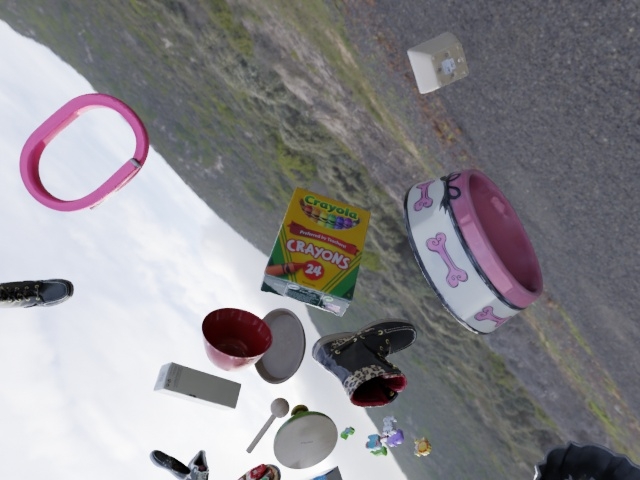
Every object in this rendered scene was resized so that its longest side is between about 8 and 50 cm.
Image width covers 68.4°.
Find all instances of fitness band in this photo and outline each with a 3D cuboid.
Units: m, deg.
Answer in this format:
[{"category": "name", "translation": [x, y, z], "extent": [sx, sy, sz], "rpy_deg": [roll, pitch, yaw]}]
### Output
[{"category": "fitness band", "translation": [-0.523, -0.191, 1.046], "extent": [0.209, 0.291, 0.054], "rpy_deg": [49, 180, -6]}]

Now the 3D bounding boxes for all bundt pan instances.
[{"category": "bundt pan", "translation": [0.632, 0.634, 1.060], "extent": [0.331, 0.331, 0.124], "rpy_deg": [-126, 32, -46]}]

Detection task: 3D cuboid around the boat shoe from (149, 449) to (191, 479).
[{"category": "boat shoe", "translation": [-0.467, 0.695, 1.471], "extent": [0.142, 0.040, 0.049], "rpy_deg": [40, -156, -10]}]

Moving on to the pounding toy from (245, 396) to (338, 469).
[{"category": "pounding toy", "translation": [-0.074, 0.519, 1.309], "extent": [0.237, 0.183, 0.110], "rpy_deg": [30, -172, -25]}]

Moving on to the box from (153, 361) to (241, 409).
[{"category": "box", "translation": [-0.424, 0.511, 1.639], "extent": [0.275, 0.113, 0.094], "rpy_deg": [27, -123, -25]}]

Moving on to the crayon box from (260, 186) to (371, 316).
[{"category": "crayon box", "translation": [0.000, 0.000, 1.124], "extent": [0.202, 0.318, 0.081], "rpy_deg": [18, 143, -3]}]

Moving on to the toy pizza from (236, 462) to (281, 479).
[{"category": "toy pizza", "translation": [-0.203, 0.704, 1.331], "extent": [0.032, 0.201, 0.201], "rpy_deg": [62, 180, -10]}]

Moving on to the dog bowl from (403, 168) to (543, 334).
[{"category": "dog bowl", "translation": [0.381, 0.008, 1.133], "extent": [0.408, 0.150, 0.407], "rpy_deg": [32, -139, -34]}]

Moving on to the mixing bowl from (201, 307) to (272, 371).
[{"category": "mixing bowl", "translation": [-0.220, 0.265, 1.193], "extent": [0.182, 0.098, 0.181], "rpy_deg": [16, -153, -9]}]

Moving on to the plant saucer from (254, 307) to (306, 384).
[{"category": "plant saucer", "translation": [-0.150, 0.390, 1.744], "extent": [0.041, 0.278, 0.278], "rpy_deg": [19, -154, -45]}]

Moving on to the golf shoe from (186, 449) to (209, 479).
[{"category": "golf shoe", "translation": [-0.454, 0.889, 1.709], "extent": [0.105, 0.120, 0.273], "rpy_deg": [17, -168, -22]}]

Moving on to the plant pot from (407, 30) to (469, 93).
[{"category": "plant pot", "translation": [0.276, -0.399, 1.065], "extent": [0.096, 0.109, 0.109], "rpy_deg": [-110, -5, -66]}]

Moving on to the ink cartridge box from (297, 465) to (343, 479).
[{"category": "ink cartridge box", "translation": [-0.033, 0.816, 1.536], "extent": [0.140, 0.191, 0.082], "rpy_deg": [35, -147, -66]}]

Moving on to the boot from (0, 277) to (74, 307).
[{"category": "boot", "translation": [-0.861, 0.156, 1.348], "extent": [0.178, 0.237, 0.085], "rpy_deg": [43, -138, -85]}]

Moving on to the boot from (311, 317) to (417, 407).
[{"category": "boot", "translation": [0.190, 0.382, 1.505], "extent": [0.284, 0.378, 0.138], "rpy_deg": [-140, 47, -63]}]

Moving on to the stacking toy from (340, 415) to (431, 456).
[{"category": "stacking toy", "translation": [0.188, 0.593, 1.389], "extent": [0.167, 0.221, 0.052], "rpy_deg": [40, -140, -25]}]
